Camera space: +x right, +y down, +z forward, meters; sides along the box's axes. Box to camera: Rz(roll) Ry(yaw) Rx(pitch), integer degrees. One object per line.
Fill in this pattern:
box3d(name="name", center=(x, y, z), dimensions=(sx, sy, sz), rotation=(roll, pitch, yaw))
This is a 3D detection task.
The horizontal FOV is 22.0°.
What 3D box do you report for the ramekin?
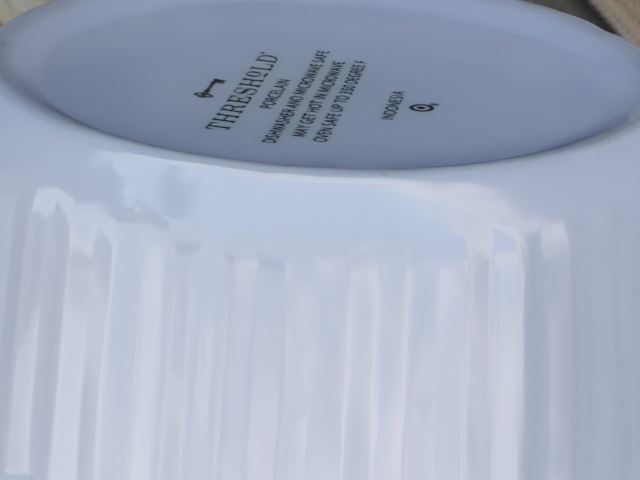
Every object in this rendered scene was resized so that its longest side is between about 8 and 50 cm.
box3d(name="ramekin", center=(0.000, 0.000, 0.530), dimensions=(0.272, 0.273, 0.127), rotation=(7, 113, 9))
